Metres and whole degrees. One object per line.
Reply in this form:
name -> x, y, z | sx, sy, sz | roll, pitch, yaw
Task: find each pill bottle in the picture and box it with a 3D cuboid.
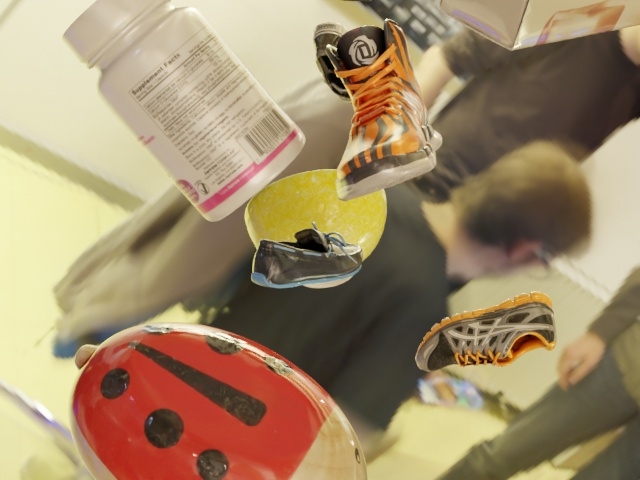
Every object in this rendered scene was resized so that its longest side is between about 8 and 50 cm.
pill bottle -> -0.164, -0.176, 1.323 | 0.283, 0.160, 0.160 | 50, 21, -10

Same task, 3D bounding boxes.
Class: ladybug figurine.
ladybug figurine -> -0.139, 0.249, 1.482 | 0.449, 0.162, 0.305 | 25, 51, 8

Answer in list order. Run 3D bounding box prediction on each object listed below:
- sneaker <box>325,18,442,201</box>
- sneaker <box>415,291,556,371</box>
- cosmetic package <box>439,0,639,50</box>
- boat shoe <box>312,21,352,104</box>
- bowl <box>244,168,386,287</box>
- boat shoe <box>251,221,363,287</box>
sneaker -> 0.057, -0.159, 1.304 | 0.321, 0.124, 0.180 | -60, 130, -74
sneaker -> 0.240, 0.147, 1.594 | 0.084, 0.215, 0.083 | 51, 20, -53
cosmetic package -> 0.327, -0.365, 1.527 | 0.296, 0.129, 0.153 | -15, 42, -36
boat shoe -> 0.041, -0.262, 1.795 | 0.219, 0.077, 0.070 | 46, 40, -53
bowl -> 0.000, 0.000, 2.178 | 0.289, 0.289, 0.156 | 23, 49, -45
boat shoe -> -0.008, 0.022, 1.848 | 0.109, 0.089, 0.258 | 9, 12, 31
